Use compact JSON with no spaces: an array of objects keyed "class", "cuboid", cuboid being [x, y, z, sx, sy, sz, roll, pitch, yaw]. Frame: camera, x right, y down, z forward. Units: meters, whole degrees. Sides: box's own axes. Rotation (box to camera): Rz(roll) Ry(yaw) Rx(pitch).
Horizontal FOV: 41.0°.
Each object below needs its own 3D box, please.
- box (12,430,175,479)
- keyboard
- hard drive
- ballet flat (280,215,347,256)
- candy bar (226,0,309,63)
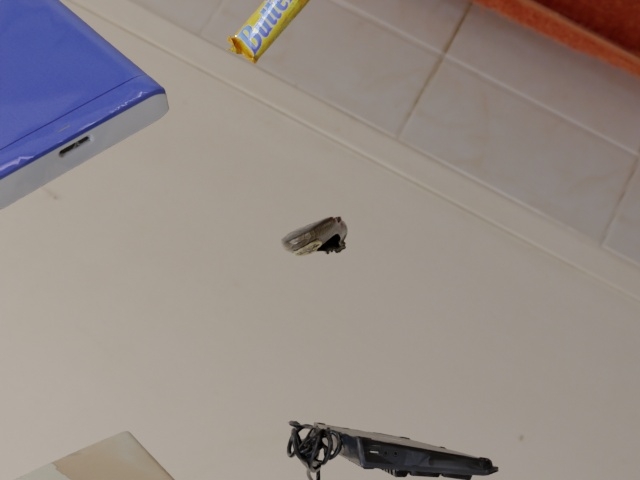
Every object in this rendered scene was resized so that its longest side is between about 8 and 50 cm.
[{"class":"box","cuboid":[-0.127,0.270,0.617,0.121,0.148,0.311,-21,19,-26]},{"class":"keyboard","cuboid":[0.026,0.128,0.490,0.192,0.100,0.038,120,161,-78]},{"class":"hard drive","cuboid":[-0.336,-0.176,0.888,0.210,0.318,0.040,-35,-32,-24]},{"class":"ballet flat","cuboid":[0.000,0.000,1.345,0.084,0.058,0.250,-20,-1,11]},{"class":"candy bar","cuboid":[-0.025,-0.227,0.780,0.161,0.040,0.018,-50,-16,-3]}]
